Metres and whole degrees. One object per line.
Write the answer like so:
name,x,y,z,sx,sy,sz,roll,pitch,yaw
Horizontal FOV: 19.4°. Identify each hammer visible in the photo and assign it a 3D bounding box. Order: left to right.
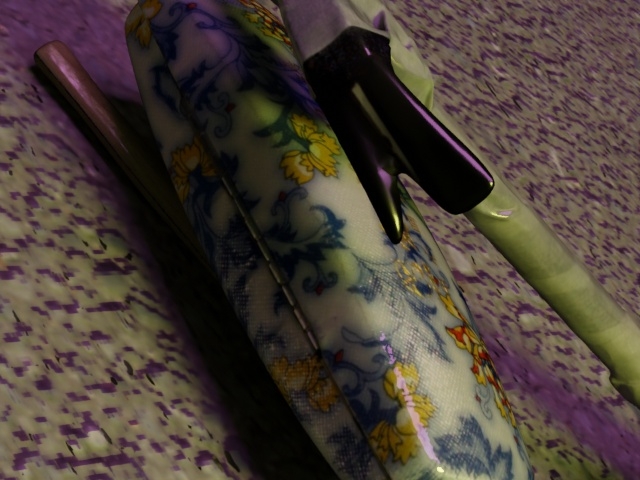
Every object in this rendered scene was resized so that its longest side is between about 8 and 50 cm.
hammer,-0.043,-0.001,0.716,0.199,0.013,0.062,50,27,11
hammer,0.117,0.032,0.758,0.427,0.044,0.152,43,18,-38

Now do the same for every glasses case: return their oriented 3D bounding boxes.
glasses case,0.000,0.000,0.684,0.087,0.065,0.248,19,34,-53
